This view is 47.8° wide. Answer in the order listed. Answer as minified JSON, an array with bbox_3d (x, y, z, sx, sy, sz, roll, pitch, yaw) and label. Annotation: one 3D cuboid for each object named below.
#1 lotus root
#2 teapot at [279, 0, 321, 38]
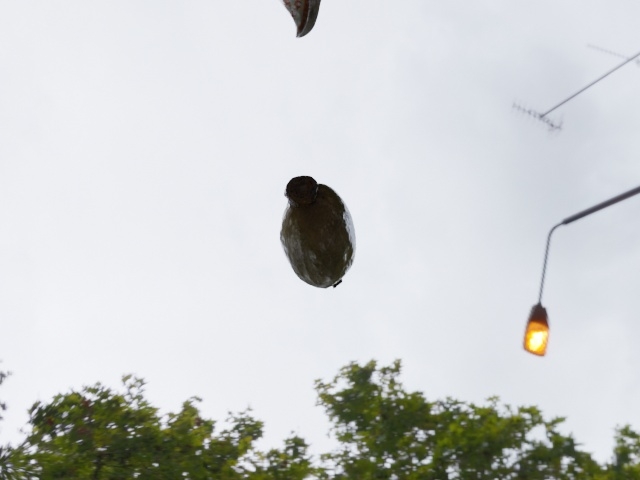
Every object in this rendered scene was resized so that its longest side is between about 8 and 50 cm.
[{"bbox_3d":[0.000,0.000,0.640,0.062,0.150,0.073,4,-123,16],"label":"lotus root"},{"bbox_3d":[-0.005,-0.420,1.025,0.116,0.246,0.159,43,-150,15],"label":"teapot"}]
